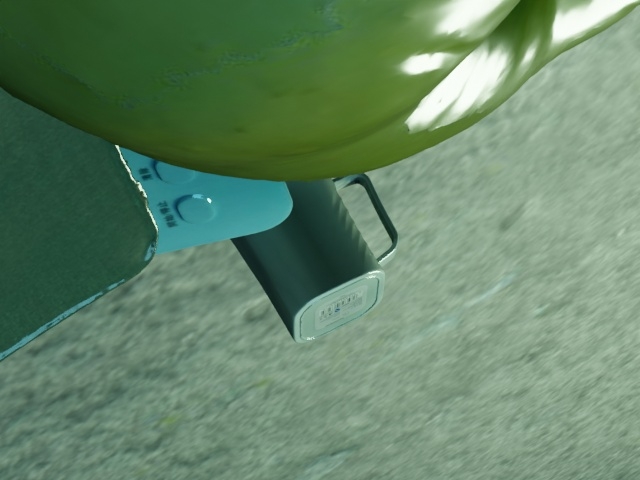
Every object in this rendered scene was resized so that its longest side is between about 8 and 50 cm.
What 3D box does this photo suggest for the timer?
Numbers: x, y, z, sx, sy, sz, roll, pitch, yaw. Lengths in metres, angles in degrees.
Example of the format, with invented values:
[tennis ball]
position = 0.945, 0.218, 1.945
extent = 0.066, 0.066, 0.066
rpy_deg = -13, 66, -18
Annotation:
[timer]
position = -0.164, -0.055, 1.049
extent = 0.250, 0.091, 0.232
rpy_deg = -22, 150, 0

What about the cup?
[cup]
position = 0.000, 0.000, 1.233
extent = 0.128, 0.129, 0.095
rpy_deg = -25, 157, -14

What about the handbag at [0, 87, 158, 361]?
[handbag]
position = -0.243, -0.035, 0.859
extent = 0.238, 0.089, 0.326
rpy_deg = -35, 148, -13

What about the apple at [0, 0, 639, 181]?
[apple]
position = 0.000, -0.257, 0.516
extent = 0.474, 0.473, 0.473
rpy_deg = -21, 149, -13
